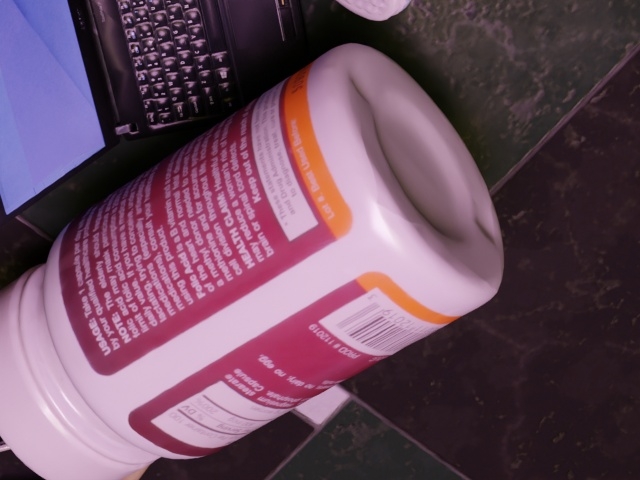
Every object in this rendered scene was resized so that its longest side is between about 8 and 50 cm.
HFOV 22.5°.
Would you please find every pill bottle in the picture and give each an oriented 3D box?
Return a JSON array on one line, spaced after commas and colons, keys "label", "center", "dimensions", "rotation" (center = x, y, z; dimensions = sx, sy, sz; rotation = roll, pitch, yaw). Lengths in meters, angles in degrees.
[{"label": "pill bottle", "center": [-0.073, 0.035, 1.265], "dimensions": [0.392, 0.224, 0.224], "rotation": [-30, 116, 24]}]

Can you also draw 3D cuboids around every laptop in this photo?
[{"label": "laptop", "center": [-0.146, -0.163, 1.243], "dimensions": [0.264, 0.136, 0.234], "rotation": [-10, 118, 1]}]

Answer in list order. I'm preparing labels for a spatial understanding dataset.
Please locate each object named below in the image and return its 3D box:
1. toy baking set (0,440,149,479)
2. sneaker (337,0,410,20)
[{"label": "toy baking set", "center": [-0.242, 0.167, 1.470], "dimensions": [0.197, 0.030, 0.256], "rotation": [29, 105, -11]}, {"label": "sneaker", "center": [-0.021, -0.345, 1.187], "dimensions": [0.150, 0.135, 0.366], "rotation": [-45, 108, -23]}]
